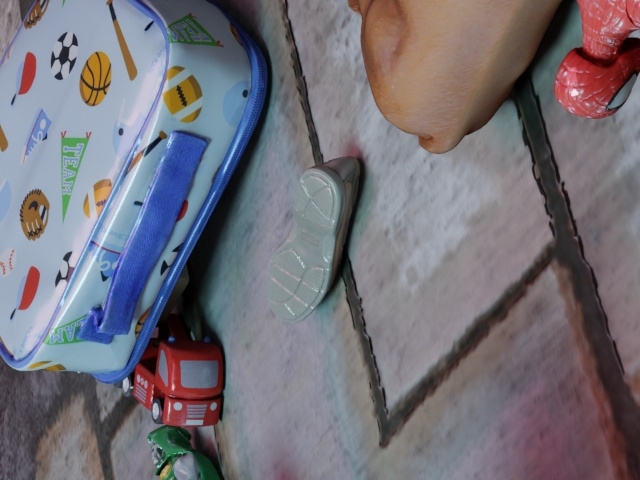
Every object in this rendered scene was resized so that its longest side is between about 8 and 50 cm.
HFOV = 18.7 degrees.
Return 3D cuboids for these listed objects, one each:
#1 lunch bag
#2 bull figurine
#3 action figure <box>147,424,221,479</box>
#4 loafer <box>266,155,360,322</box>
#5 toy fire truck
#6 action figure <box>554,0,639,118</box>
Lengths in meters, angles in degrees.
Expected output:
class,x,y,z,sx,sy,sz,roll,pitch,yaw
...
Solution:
class,x,y,z,sx,sy,sz,roll,pitch,yaw
lunch bag,-0.163,-0.049,1.429,0.243,0.115,0.303,46,116,47
bull figurine,0.092,-0.181,0.963,0.310,0.101,0.188,123,144,-46
action figure,-0.094,0.237,1.418,0.137,0.063,0.232,117,148,-50
loafer,0.000,0.000,1.244,0.045,0.039,0.125,35,132,21
toy fire truck,-0.123,0.053,1.488,0.192,0.047,0.135,30,115,61
action figure,0.198,-0.155,0.767,0.280,0.139,0.091,-57,32,15
